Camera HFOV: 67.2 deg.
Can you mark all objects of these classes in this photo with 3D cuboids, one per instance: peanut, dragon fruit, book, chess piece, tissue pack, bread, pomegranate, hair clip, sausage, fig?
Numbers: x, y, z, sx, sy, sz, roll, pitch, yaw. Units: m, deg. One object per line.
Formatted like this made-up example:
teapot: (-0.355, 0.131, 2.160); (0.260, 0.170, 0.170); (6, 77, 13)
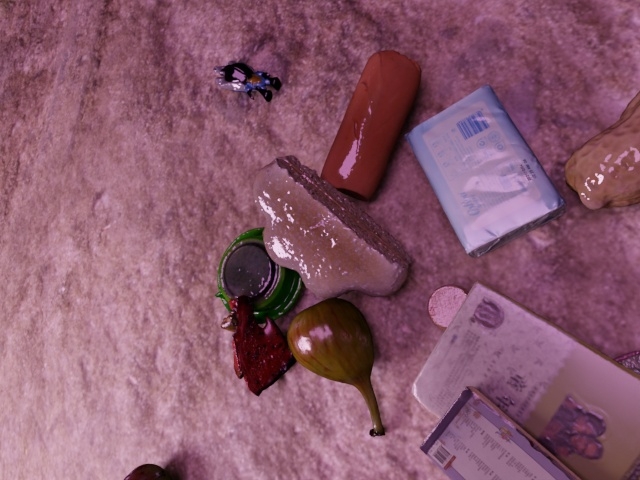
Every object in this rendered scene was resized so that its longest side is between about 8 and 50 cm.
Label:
peanut: (0.519, -0.160, 0.733); (0.291, 0.143, 0.159); (-34, 30, 21)
dragon fruit: (-0.132, 0.200, 0.939); (0.122, 0.092, 0.192); (-10, 103, 17)
book: (0.281, 0.354, 0.739); (0.231, 0.026, 0.158); (40, 120, 27)
chess piece: (0.231, 0.120, 0.854); (0.083, 0.038, 0.084); (-6, 76, 25)
tissue pack: (0.289, -0.122, 0.864); (0.177, 0.089, 0.263); (-30, 67, 18)
bread: (0.000, 0.000, 0.909); (0.337, 0.102, 0.183); (40, 112, 2)
pomegranate: (-0.348, 0.541, 0.983); (0.159, 0.129, 0.129); (40, 96, 21)
hair clip: (0.439, 0.215, 0.732); (0.137, 0.022, 0.054); (-31, 66, 16)
sausage: (0.103, -0.231, 0.966); (0.121, 0.121, 0.305); (22, 87, 29)
book: (0.331, 0.248, 0.738); (0.352, 0.035, 0.239); (34, 107, 30)
fig: (0.044, 0.228, 0.861); (0.151, 0.151, 0.259); (-35, 68, 14)

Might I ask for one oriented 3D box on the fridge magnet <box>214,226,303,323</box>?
fridge magnet: (-0.132, 0.072, 1.018); (0.207, 0.088, 0.208); (-5, 77, 21)

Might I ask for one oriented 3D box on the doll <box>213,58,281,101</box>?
doll: (-0.191, -0.401, 1.191); (0.195, 0.070, 0.096); (26, 73, 23)
